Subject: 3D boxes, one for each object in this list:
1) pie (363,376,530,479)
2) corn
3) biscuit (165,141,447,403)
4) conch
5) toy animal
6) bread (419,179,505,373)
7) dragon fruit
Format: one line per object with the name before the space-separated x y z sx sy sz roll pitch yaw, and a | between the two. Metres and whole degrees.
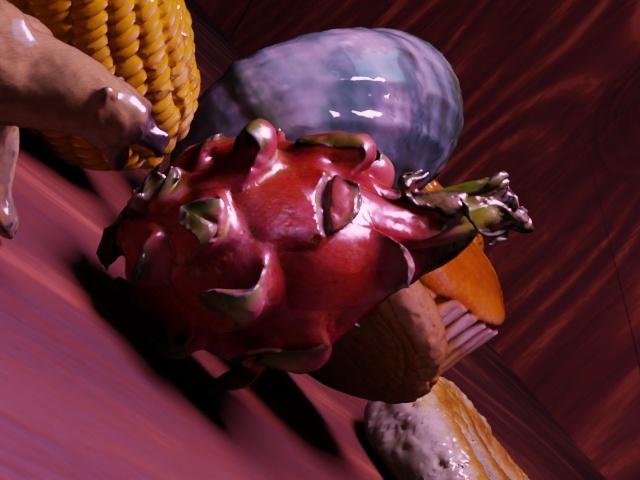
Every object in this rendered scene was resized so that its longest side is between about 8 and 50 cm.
pie | 0.143 0.210 1.359 0.302 0.067 0.302 47 7 -7
corn | -0.157 -0.165 1.066 0.144 0.144 0.387 50 -14 27
biscuit | -0.011 0.019 1.191 0.226 0.042 0.226 35 -24 18
conch | -0.003 -0.051 1.374 0.220 0.195 0.277 53 38 -50
toy animal | -0.173 -0.094 0.888 0.218 0.101 0.103 49 5 24
bread | 0.029 -0.007 1.588 0.288 0.156 0.204 47 7 -16
dragon fruit | -0.001 0.003 1.025 0.137 0.236 0.135 155 -75 -66
